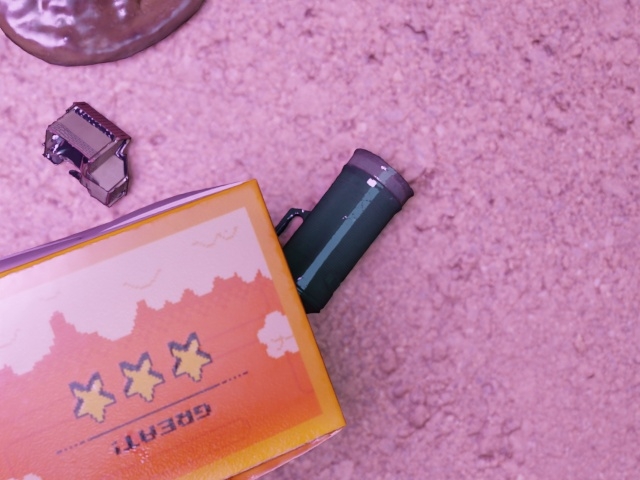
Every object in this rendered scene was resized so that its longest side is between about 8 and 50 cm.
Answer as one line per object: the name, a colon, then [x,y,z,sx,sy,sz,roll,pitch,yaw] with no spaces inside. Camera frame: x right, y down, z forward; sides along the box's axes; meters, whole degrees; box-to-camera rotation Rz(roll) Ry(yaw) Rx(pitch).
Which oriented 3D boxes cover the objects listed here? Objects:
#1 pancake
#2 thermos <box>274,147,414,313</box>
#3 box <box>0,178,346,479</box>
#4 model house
pancake: [-0.209,-0.278,0.908,0.242,0.050,0.241,-1,92,-15]
thermos: [0.003,0.002,0.956,0.083,0.073,0.187,40,82,-13]
box: [-0.161,0.090,0.805,0.260,0.283,0.213,-19,97,-14]
model house: [-0.207,-0.082,0.915,0.083,0.057,0.058,35,55,6]
